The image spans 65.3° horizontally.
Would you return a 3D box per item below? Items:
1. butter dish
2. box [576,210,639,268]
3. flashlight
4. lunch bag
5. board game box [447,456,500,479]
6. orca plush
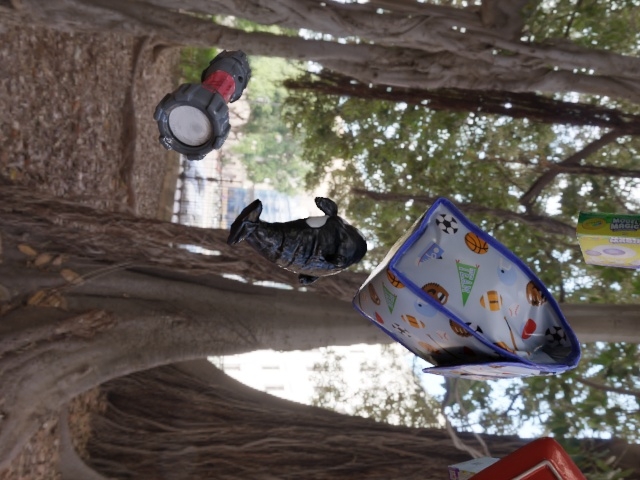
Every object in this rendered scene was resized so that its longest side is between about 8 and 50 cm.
[{"bbox_3d":[0.306,0.390,0.707,0.159,0.160,0.118,59,-4,35],"label":"butter dish"},{"bbox_3d":[0.505,-0.002,0.858,0.105,0.179,0.043,5,-111,36],"label":"box"},{"bbox_3d":[-0.170,-0.236,0.800,0.304,0.103,0.103,-82,167,-54],"label":"flashlight"},{"bbox_3d":[0.289,0.154,1.045,0.239,0.386,0.328,-51,176,-20],"label":"lunch bag"},{"bbox_3d":[0.402,0.657,1.133,0.142,0.145,0.275,-20,-110,54],"label":"board game box"},{"bbox_3d":[0.000,0.000,0.797,0.102,0.287,0.151,21,-97,41],"label":"orca plush"}]
